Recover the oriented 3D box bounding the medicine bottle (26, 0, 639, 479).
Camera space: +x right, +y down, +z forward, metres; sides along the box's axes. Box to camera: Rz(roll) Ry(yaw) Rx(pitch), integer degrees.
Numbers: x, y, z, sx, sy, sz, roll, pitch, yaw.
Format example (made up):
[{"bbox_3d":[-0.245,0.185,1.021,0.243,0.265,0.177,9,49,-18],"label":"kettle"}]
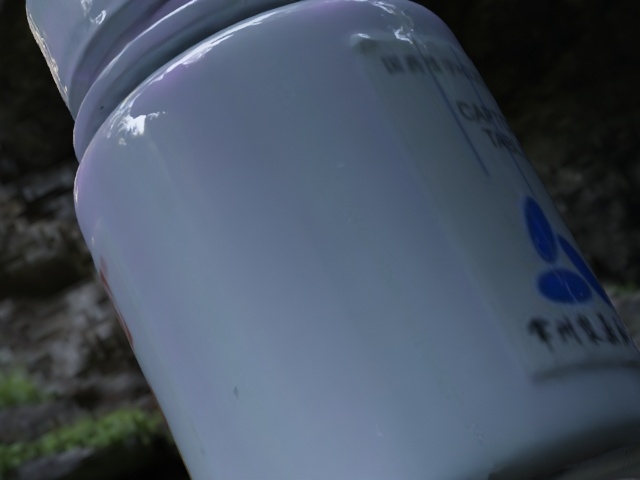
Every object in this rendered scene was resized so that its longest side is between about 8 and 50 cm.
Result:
[{"bbox_3d":[0.000,0.000,0.740,0.170,0.293,0.170,-24,-23,-11],"label":"medicine bottle"}]
